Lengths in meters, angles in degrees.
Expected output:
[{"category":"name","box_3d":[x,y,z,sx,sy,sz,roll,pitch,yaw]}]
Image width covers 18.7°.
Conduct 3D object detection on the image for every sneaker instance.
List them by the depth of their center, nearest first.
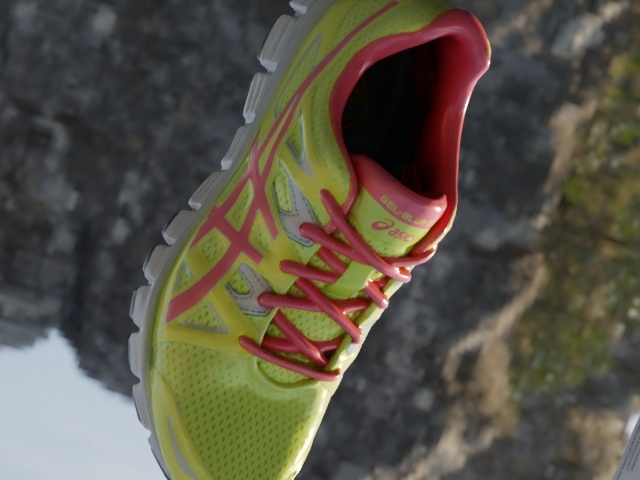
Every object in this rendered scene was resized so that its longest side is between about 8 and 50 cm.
[{"category":"sneaker","box_3d":[0.000,0.000,0.682,0.081,0.208,0.094,22,172,-32]}]

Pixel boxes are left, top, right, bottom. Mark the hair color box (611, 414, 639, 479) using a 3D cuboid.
[{"category":"hair color box","box_3d":[0.141,0.075,0.496,0.053,0.093,0.167,16,-166,-21]}]
